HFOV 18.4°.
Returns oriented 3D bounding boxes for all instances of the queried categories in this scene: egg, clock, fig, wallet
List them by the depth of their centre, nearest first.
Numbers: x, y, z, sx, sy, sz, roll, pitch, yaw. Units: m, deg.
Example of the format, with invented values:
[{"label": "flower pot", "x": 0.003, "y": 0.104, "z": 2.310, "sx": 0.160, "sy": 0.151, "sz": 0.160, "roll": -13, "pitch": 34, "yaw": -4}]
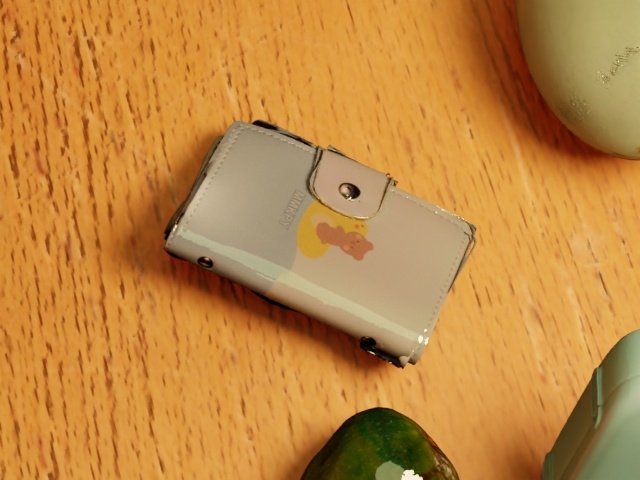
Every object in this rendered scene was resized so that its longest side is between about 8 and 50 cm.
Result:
[{"label": "clock", "x": 0.313, "y": 0.187, "z": 1.484, "sx": 0.274, "sy": 0.223, "sz": 0.094, "roll": 16, "pitch": 43, "yaw": -9}, {"label": "fig", "x": 0.021, "y": 0.209, "z": 1.497, "sx": 0.177, "sy": 0.117, "sz": 0.117, "roll": -38, "pitch": 77, "yaw": -8}, {"label": "wallet", "x": 0.000, "y": 0.000, "z": 1.592, "sx": 0.231, "sy": 0.069, "sz": 0.170, "roll": 25, "pitch": 50, "yaw": 0}, {"label": "egg", "x": 0.262, "y": -0.201, "z": 1.631, "sx": 0.203, "sy": 0.203, "sz": 0.282, "roll": 4, "pitch": 66, "yaw": -5}]
